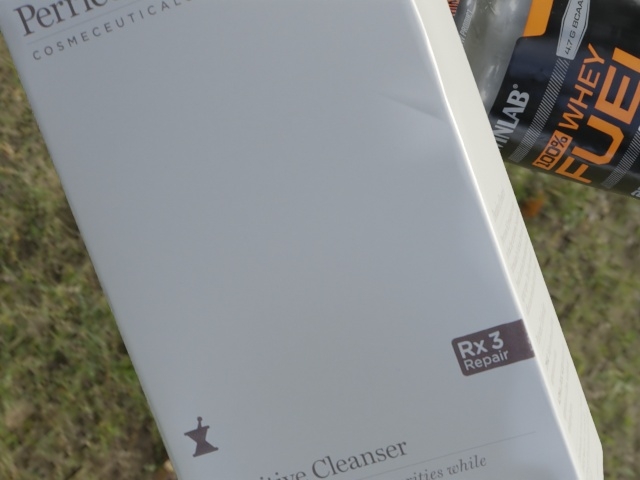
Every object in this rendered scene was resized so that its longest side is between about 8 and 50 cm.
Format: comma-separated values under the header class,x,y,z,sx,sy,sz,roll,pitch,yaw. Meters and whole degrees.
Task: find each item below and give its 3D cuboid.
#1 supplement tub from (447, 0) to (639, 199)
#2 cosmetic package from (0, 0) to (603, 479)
class,x,y,z,sx,sy,sz,roll,pitch,yaw
supplement tub,0.220,-0.144,1.146,0.316,0.193,0.193,15,105,-4
cosmetic package,0.000,0.000,0.779,0.217,0.156,0.385,-20,100,14
